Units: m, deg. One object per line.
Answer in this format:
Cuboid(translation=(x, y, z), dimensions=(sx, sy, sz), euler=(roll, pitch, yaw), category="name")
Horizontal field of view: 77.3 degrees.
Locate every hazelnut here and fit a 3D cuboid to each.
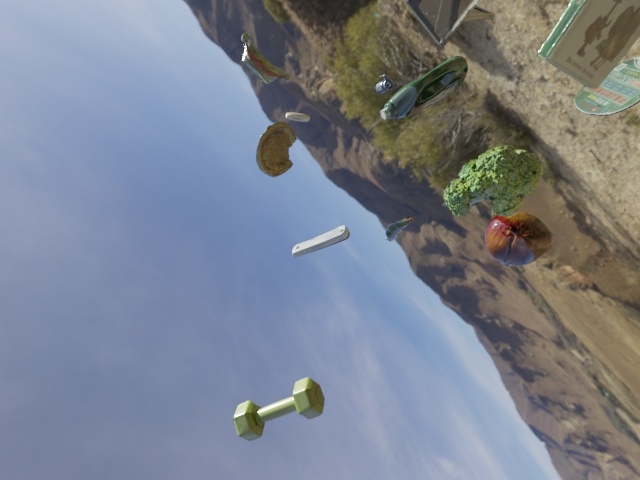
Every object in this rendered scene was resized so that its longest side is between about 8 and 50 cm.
Cuboid(translation=(0.735, -0.005, 1.506), dimensions=(0.229, 0.229, 0.229), euler=(48, -164, -18), category="hazelnut")

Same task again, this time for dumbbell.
Cuboid(translation=(-0.133, 0.543, 1.286), dimensions=(0.121, 0.302, 0.108), euler=(50, -160, -42), category="dumbbell")

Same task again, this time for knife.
Cuboid(translation=(0.000, 0.003, 1.680), dimensions=(0.040, 0.266, 0.073), euler=(48, -152, -41), category="knife")

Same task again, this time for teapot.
Cuboid(translation=(0.266, -0.648, 1.661), dimensions=(0.083, 0.049, 0.063), euler=(-162, 68, -68), category="teapot")

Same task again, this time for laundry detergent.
Cuboid(translation=(0.232, -0.343, 0.925), dimensions=(0.063, 0.211, 0.137), euler=(59, 169, 4), category="laundry detergent")

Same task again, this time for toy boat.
Cuboid(translation=(-0.179, -0.539, 1.219), dimensions=(0.185, 0.071, 0.089), euler=(40, 178, -13), category="toy boat")

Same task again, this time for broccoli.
Cuboid(translation=(0.473, -0.130, 1.151), dimensions=(0.254, 0.302, 0.186), euler=(-13, -119, -45), category="broccoli")

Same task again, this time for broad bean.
Cuboid(translation=(0.285, -0.044, 1.518), dimensions=(0.297, 0.060, 0.043), euler=(105, 173, -76), category="broad bean")

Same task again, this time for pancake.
Cuboid(translation=(-0.183, -0.380, 1.683), dimensions=(0.029, 0.235, 0.212), euler=(27, -150, 38), category="pancake")

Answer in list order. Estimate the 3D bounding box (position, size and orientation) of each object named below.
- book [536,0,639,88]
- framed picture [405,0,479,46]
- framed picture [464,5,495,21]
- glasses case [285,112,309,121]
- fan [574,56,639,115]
Cuboid(translation=(0.485, -0.415, 0.571), dimensions=(0.260, 0.371, 0.043), euler=(-7, -136, -43), category="book")
Cuboid(translation=(0.408, -0.798, 1.276), dimensions=(0.209, 0.019, 0.281), euler=(53, 151, 2), category="framed picture")
Cuboid(translation=(0.545, -0.953, 1.639), dimensions=(0.315, 0.024, 0.232), euler=(-28, -120, -37), category="framed picture")
Cuboid(translation=(-0.079, -0.430, 1.393), dimensions=(0.083, 0.021, 0.032), euler=(5, -140, -10), category="glasses case")
Cuboid(translation=(0.792, -0.430, 1.036), dimensions=(0.012, 0.294, 0.223), euler=(42, 176, -21), category="fan")
